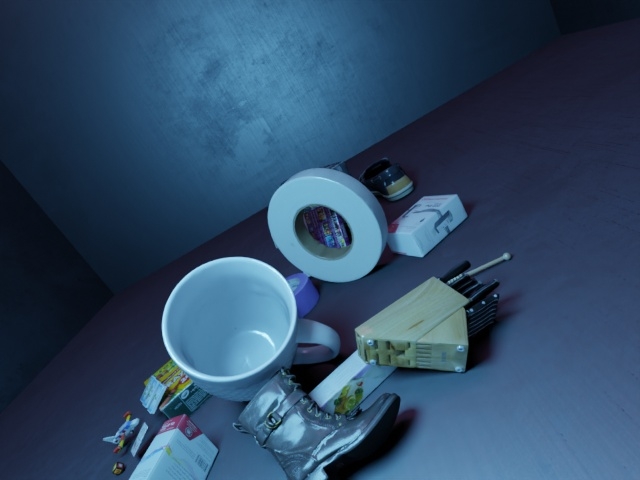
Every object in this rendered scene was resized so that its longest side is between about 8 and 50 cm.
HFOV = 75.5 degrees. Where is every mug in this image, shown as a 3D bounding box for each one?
[{"bbox_3d":[-0.140,0.239,0.980,0.374,0.328,0.276,3,57,0],"label":"mug"}]

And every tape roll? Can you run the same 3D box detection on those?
[{"bbox_3d":[0.017,-0.039,1.310,0.392,0.392,0.072,-18,23,36],"label":"tape roll"},{"bbox_3d":[-0.103,0.196,1.382,0.189,0.080,0.189,-28,19,10],"label":"tape roll"}]

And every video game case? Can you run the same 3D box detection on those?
[{"bbox_3d":[0.000,0.000,1.505,0.210,0.232,0.042,-21,-6,31],"label":"video game case"}]

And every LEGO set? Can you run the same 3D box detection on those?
[{"bbox_3d":[-0.527,0.505,1.157,0.182,0.060,0.244,-10,54,56],"label":"LEGO set"}]

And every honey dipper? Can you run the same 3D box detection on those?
[{"bbox_3d":[0.385,0.070,1.001,0.160,0.030,0.030,-25,18,8],"label":"honey dipper"}]

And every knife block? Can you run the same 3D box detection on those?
[{"bbox_3d":[0.221,0.137,0.843,0.275,0.088,0.242,0,39,13],"label":"knife block"}]

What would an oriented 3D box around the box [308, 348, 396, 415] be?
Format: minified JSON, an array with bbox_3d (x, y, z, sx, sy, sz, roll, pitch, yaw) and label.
[{"bbox_3d":[0.087,0.279,0.872,0.324,0.063,0.067,-38,20,-19],"label":"box"}]

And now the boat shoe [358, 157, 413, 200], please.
[{"bbox_3d":[0.285,-0.306,1.966,0.187,0.156,0.500,-34,16,-1],"label":"boat shoe"}]

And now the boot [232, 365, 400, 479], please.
[{"bbox_3d":[-0.013,0.312,0.753,0.263,0.091,0.229,-38,47,-15],"label":"boot"}]

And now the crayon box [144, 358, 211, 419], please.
[{"bbox_3d":[-0.429,0.429,1.296,0.202,0.081,0.318,-41,20,-27],"label":"crayon box"}]

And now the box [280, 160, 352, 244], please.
[{"bbox_3d":[0.025,-0.128,1.645,0.097,0.318,0.395,-37,17,-25],"label":"box"}]

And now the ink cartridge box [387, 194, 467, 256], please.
[{"bbox_3d":[0.329,-0.051,1.312,0.218,0.092,0.158,-36,18,-20],"label":"ink cartridge box"}]

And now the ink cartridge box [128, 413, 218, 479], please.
[{"bbox_3d":[-0.311,0.485,0.871,0.072,0.127,0.175,-25,18,23],"label":"ink cartridge box"}]
